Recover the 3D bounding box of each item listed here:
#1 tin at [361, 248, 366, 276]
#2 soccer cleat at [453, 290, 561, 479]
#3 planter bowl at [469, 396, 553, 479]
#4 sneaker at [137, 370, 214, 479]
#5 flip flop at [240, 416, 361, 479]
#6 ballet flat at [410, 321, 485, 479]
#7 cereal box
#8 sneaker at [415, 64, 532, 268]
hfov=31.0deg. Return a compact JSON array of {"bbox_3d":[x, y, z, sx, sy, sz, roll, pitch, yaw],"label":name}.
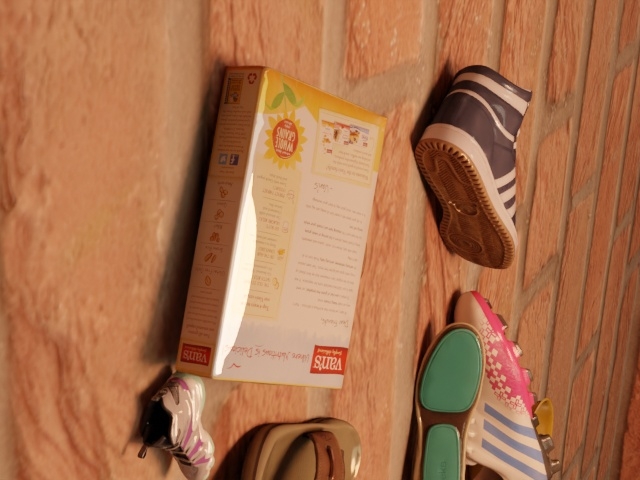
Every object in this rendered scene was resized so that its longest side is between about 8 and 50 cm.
[{"bbox_3d":[0.000,0.000,1.069,0.190,0.040,0.106,65,39,-54],"label":"tin"},{"bbox_3d":[0.223,0.228,1.578,0.116,0.143,0.331,-118,-176,-65],"label":"soccer cleat"},{"bbox_3d":[0.289,0.339,1.798,0.217,0.090,0.217,-41,138,-53],"label":"planter bowl"},{"bbox_3d":[-0.116,0.155,0.887,0.069,0.038,0.098,-37,124,-54],"label":"sneaker"},{"bbox_3d":[-0.008,0.232,1.104,0.277,0.080,0.112,3,98,-66],"label":"flip flop"},{"bbox_3d":[0.159,0.219,1.489,0.086,0.086,0.249,-9,111,-65],"label":"ballet flat"},{"bbox_3d":[-0.027,-0.003,0.932,0.173,0.047,0.240,16,84,-53],"label":"cereal box"},{"bbox_3d":[0.202,-0.089,1.394,0.153,0.099,0.282,-64,150,-24],"label":"sneaker"}]
